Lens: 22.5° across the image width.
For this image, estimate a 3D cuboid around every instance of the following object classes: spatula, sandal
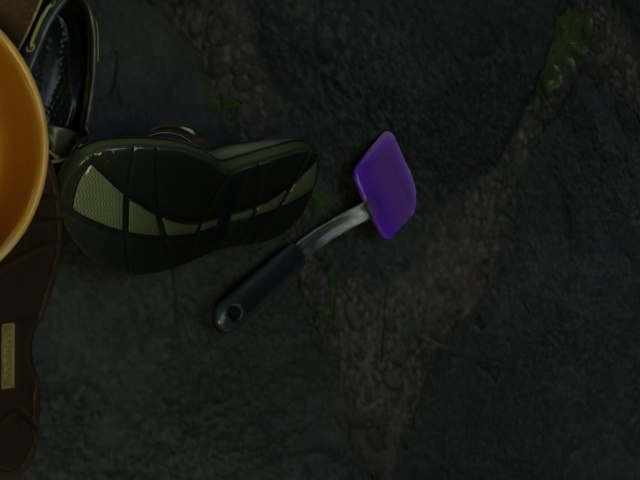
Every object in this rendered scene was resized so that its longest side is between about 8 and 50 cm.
[{"bbox_3d":[0.000,0.000,1.467,0.296,0.030,0.084,-39,111,-36],"label":"spatula"},{"bbox_3d":[-0.117,-0.045,1.343,0.303,0.086,0.120,-5,127,-56],"label":"sandal"}]

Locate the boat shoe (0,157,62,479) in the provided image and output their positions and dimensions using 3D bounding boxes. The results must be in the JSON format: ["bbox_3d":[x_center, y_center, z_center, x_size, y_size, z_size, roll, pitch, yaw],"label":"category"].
[{"bbox_3d":[-0.262,0.049,1.199,0.095,0.095,0.257,13,83,-57],"label":"boat shoe"}]

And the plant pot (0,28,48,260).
[{"bbox_3d":[-0.321,-0.062,1.104,0.205,0.188,0.205,2,87,-38],"label":"plant pot"}]

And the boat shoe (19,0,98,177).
[{"bbox_3d":[-0.222,-0.088,1.269,0.081,0.068,0.228,12,77,-38],"label":"boat shoe"}]

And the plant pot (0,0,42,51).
[{"bbox_3d":[-0.317,-0.247,1.141,0.230,0.215,0.215,15,75,-25],"label":"plant pot"}]
